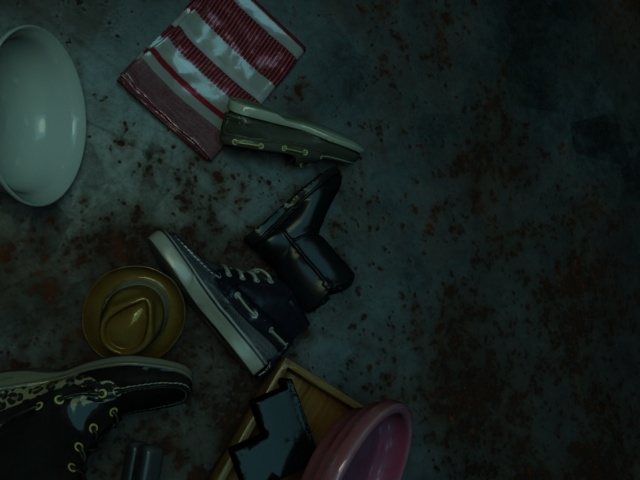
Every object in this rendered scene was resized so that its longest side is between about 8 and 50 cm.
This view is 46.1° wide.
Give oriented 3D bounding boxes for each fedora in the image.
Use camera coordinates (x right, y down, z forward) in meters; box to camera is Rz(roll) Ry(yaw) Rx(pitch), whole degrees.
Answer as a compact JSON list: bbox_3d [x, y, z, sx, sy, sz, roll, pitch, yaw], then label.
[{"bbox_3d":[-0.334,0.141,1.331,0.195,0.079,0.194,-1,102,-6],"label":"fedora"}]

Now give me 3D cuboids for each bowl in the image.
[{"bbox_3d":[-0.527,-0.207,1.259,0.134,0.298,0.297,2,81,11],"label":"bowl"}]

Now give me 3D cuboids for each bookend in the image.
[{"bbox_3d":[-0.103,0.349,1.345,0.157,0.072,0.156,-20,90,-21],"label":"bookend"}]

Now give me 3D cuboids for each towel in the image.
[{"bbox_3d":[-0.206,-0.350,1.494,0.237,0.037,0.329,42,71,-12],"label":"towel"}]

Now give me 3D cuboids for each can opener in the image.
[{"bbox_3d":[-0.317,0.505,1.338,0.095,0.076,0.283,21,73,-50],"label":"can opener"}]

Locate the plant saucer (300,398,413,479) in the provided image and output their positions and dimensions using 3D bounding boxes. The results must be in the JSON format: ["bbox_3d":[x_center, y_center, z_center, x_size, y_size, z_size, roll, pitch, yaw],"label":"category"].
[{"bbox_3d":[0.056,0.438,1.373,0.084,0.332,0.332,21,71,30],"label":"plant saucer"}]

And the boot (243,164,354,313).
[{"bbox_3d":[0.000,0.000,1.491,0.246,0.094,0.207,-42,95,-13],"label":"boot"}]

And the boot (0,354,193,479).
[{"bbox_3d":[-0.386,0.340,1.217,0.378,0.138,0.284,-2,49,-17],"label":"boot"}]

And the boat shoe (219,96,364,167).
[{"bbox_3d":[-0.055,-0.199,1.497,0.305,0.109,0.091,14,106,-28],"label":"boat shoe"}]

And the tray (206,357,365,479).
[{"bbox_3d":[-0.094,0.449,1.413,0.203,0.076,0.410,34,74,-13],"label":"tray"}]

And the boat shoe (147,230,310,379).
[{"bbox_3d":[-0.165,0.087,1.409,0.158,0.127,0.340,-40,107,-17],"label":"boat shoe"}]
